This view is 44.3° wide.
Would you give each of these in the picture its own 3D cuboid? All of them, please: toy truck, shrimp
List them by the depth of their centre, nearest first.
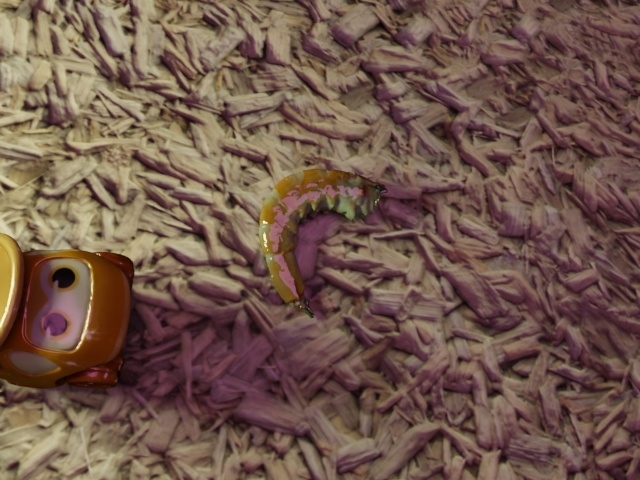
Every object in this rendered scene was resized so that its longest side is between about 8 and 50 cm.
[{"bbox_3d":[-0.422,0.110,1.156,0.212,0.288,0.204,30,57,-53],"label":"toy truck"},{"bbox_3d":[-0.019,-0.027,1.408,0.185,0.068,0.287,31,68,-1],"label":"shrimp"}]
